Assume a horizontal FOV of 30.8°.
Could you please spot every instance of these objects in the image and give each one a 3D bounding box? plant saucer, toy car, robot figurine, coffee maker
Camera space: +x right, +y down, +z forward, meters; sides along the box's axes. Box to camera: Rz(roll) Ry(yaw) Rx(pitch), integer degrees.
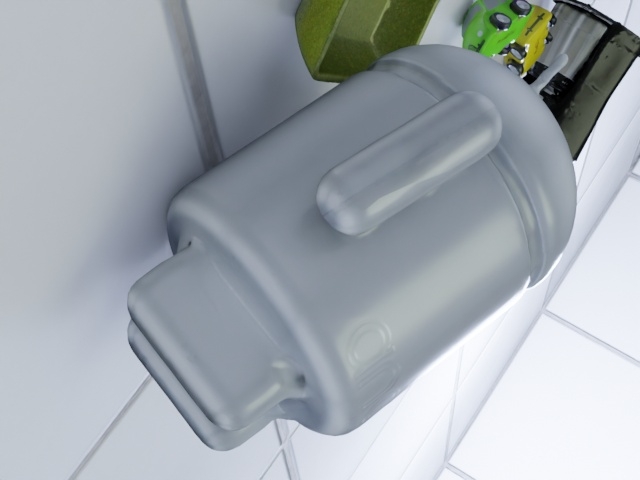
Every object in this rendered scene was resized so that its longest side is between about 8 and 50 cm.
[{"bbox_3d":[0.050,-0.209,0.862,0.188,0.045,0.188,-65,162,15],"label":"plant saucer"},{"bbox_3d":[0.207,-0.247,1.215,0.225,0.053,0.239,-37,160,-42],"label":"toy car"},{"bbox_3d":[0.035,-0.004,0.814,0.353,0.200,0.300,-36,172,-19],"label":"robot figurine"},{"bbox_3d":[0.323,-0.190,1.457,0.178,0.171,0.120,-61,179,8],"label":"coffee maker"}]
